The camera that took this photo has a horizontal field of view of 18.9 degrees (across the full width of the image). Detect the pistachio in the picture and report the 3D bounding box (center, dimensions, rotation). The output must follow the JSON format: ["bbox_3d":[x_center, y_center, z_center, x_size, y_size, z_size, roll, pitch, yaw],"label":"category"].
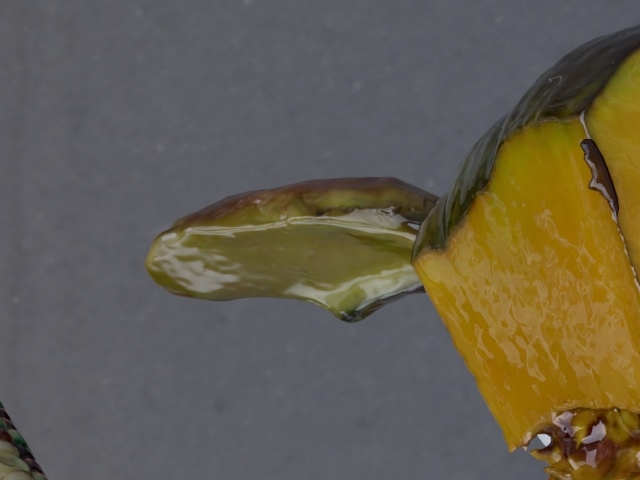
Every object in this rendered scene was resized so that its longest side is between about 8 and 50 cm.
[{"bbox_3d":[0.000,0.000,0.899,0.173,0.049,0.089,-4,143,30],"label":"pistachio"}]

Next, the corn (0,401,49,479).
[{"bbox_3d":[-0.158,0.078,0.718,0.253,0.086,0.086,52,133,33],"label":"corn"}]

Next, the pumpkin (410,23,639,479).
[{"bbox_3d":[0.115,0.058,0.669,0.190,0.280,0.139,30,155,-13],"label":"pumpkin"}]

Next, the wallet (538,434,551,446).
[{"bbox_3d":[0.137,0.066,1.052,0.033,0.190,0.095,-38,103,20],"label":"wallet"}]
